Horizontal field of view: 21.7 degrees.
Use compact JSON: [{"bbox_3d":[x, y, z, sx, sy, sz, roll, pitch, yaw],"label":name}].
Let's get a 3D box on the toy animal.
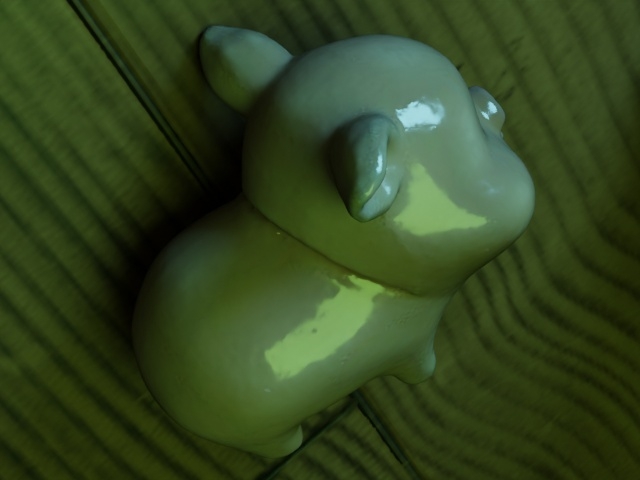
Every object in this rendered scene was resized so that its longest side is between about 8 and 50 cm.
[{"bbox_3d":[0.000,0.000,1.210,0.326,0.237,0.269,-35,134,-8],"label":"toy animal"}]
